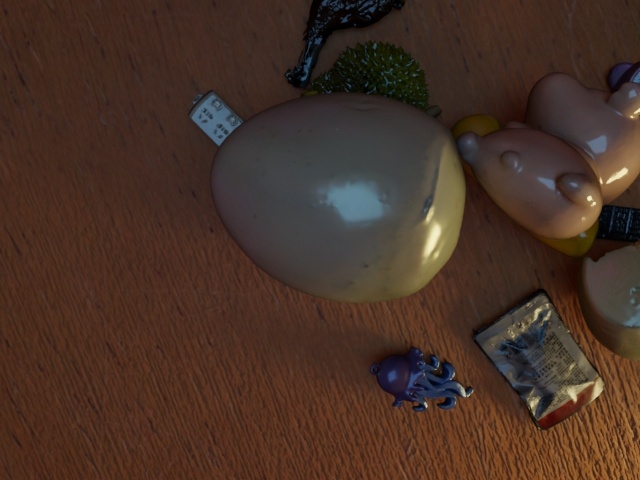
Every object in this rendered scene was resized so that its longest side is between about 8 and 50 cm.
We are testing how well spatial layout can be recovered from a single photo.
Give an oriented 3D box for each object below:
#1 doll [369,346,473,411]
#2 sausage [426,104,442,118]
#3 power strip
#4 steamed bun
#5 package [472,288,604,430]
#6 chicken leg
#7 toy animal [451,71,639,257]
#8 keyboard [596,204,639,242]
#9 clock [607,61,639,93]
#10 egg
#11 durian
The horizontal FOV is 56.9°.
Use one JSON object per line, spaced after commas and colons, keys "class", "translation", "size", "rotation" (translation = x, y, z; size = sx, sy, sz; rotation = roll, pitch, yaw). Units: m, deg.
{"class": "doll", "translation": [0.179, 0.251, 1.048], "size": [0.206, 0.067, 0.109], "rotation": [19, 83, -15]}
{"class": "sausage", "translation": [0.147, -0.189, 1.002], "size": [0.132, 0.024, 0.024], "rotation": [-34, 97, 4]}
{"class": "power strip", "translation": [-0.122, -0.150, 0.998], "size": [0.060, 0.027, 0.253], "rotation": [-45, 97, 5]}
{"class": "steamed bun", "translation": [0.505, 0.071, 0.957], "size": [0.170, 0.225, 0.200], "rotation": [35, 83, 37]}
{"class": "package", "translation": [0.398, 0.219, 1.063], "size": [0.154, 0.030, 0.239], "rotation": [-36, 97, 2]}
{"class": "chicken leg", "translation": [0.029, -0.358, 0.965], "size": [0.253, 0.051, 0.106], "rotation": [-41, 102, 7]}
{"class": "toy animal", "translation": [0.347, -0.146, 0.878], "size": [0.247, 0.345, 0.277], "rotation": [-47, 63, 15]}
{"class": "keyboard", "translation": [0.574, -0.024, 1.042], "size": [0.205, 0.013, 0.061], "rotation": [6, 97, -2]}
{"class": "clock", "translation": [0.532, -0.225, 0.978], "size": [0.110, 0.050, 0.152], "rotation": [7, 103, 11]}
{"class": "egg", "translation": [0.026, -0.058, 0.792], "size": [0.345, 0.283, 0.282], "rotation": [8, 98, -1]}
{"class": "durian", "translation": [0.074, -0.229, 0.934], "size": [0.198, 0.159, 0.146], "rotation": [-12, 65, 26]}
